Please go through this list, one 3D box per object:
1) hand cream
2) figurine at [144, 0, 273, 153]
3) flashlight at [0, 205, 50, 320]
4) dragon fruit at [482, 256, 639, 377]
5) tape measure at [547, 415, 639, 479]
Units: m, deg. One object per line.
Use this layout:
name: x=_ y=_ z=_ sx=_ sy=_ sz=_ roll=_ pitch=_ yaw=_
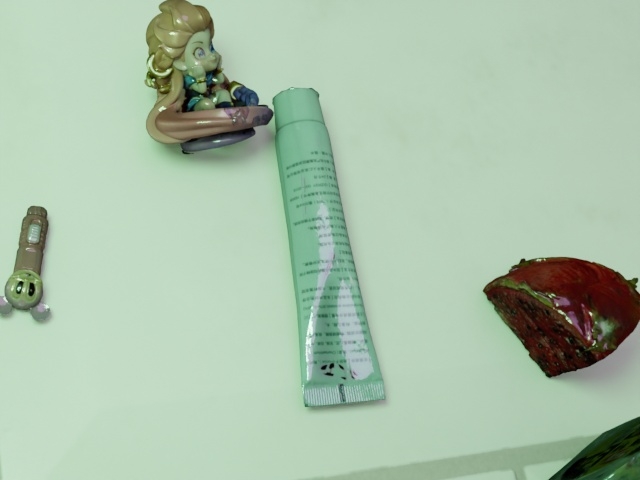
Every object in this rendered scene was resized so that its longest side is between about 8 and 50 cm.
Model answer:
hand cream: x=0.000 y=0.000 z=1.088 sx=0.085 sy=0.058 sz=0.331 roll=0 pitch=65 yaw=-24
figurine: x=-0.130 y=-0.156 z=1.078 sx=0.157 sy=0.114 sz=0.126 roll=56 pitch=42 yaw=-7
flashlight: x=-0.263 y=0.018 z=0.988 sx=0.052 sy=0.031 sz=0.110 roll=11 pitch=62 yaw=-17
dragon fruit: x=0.271 y=0.055 z=1.138 sx=0.161 sy=0.127 sz=0.120 roll=-32 pitch=88 yaw=-31
tape measure: x=0.287 y=0.251 z=0.971 sx=0.262 sy=0.259 sz=0.138 roll=-30 pitch=78 yaw=-26
